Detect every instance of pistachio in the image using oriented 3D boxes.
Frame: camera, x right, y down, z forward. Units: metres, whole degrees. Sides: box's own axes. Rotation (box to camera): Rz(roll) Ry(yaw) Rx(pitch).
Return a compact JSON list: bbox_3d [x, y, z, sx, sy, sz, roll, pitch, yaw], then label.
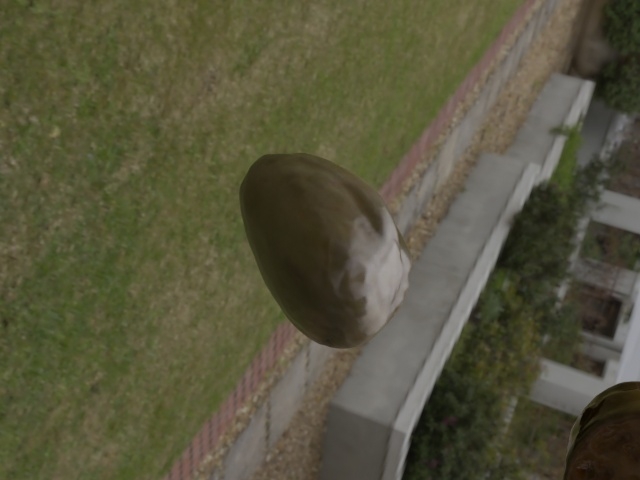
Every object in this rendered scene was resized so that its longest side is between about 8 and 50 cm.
[{"bbox_3d":[0.000,0.000,0.714,0.108,0.185,0.126,7,132,-48],"label":"pistachio"}]

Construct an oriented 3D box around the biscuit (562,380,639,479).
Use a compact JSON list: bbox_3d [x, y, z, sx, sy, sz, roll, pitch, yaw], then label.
[{"bbox_3d":[0.270,0.211,0.467,0.394,0.350,0.070,-47,170,34],"label":"biscuit"}]
